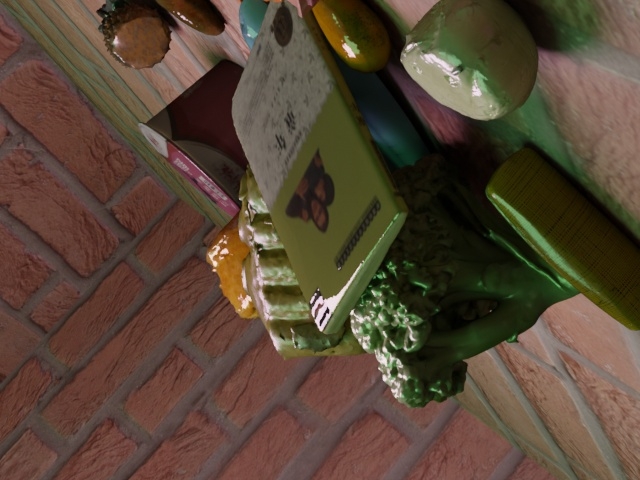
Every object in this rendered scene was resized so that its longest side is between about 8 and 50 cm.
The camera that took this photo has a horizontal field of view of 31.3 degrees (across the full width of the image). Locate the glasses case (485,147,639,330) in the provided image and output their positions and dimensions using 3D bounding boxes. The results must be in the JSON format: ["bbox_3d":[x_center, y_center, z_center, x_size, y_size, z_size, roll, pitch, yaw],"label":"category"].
[{"bbox_3d":[0.273,0.002,1.213,0.234,0.079,0.064,43,178,-5],"label":"glasses case"}]

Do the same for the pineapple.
[{"bbox_3d":[-0.336,-0.375,1.991,0.125,0.125,0.251,47,180,-29],"label":"pineapple"}]

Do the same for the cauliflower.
[{"bbox_3d":[0.162,0.052,1.366,0.281,0.327,0.260,16,161,-2],"label":"cauliflower"}]

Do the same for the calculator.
[{"bbox_3d":[0.041,-0.164,1.511,0.256,0.054,0.386,33,172,42],"label":"calculator"}]

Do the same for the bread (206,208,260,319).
[{"bbox_3d":[0.003,0.017,1.848,0.179,0.340,0.194,-48,48,47],"label":"bread"}]

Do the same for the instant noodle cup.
[{"bbox_3d":[-0.160,-0.174,1.898,0.235,0.178,0.235,40,171,8],"label":"instant noodle cup"}]

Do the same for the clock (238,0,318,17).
[{"bbox_3d":[-0.110,-0.336,1.141,0.255,0.106,0.220,39,171,16],"label":"clock"}]

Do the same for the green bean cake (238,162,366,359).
[{"bbox_3d":[0.000,0.000,1.589,0.310,0.202,0.285,-34,-65,-69],"label":"green bean cake"}]

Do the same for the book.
[{"bbox_3d":[-0.014,-0.101,1.307,0.352,0.035,0.239,67,149,29],"label":"book"}]

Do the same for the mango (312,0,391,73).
[{"bbox_3d":[0.031,-0.228,1.220,0.114,0.057,0.079,48,177,-17],"label":"mango"}]

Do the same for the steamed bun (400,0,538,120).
[{"bbox_3d":[0.136,-0.161,0.982,0.112,0.091,0.130,41,173,-9],"label":"steamed bun"}]

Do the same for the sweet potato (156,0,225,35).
[{"bbox_3d":[-0.210,-0.362,1.608,0.081,0.062,0.233,35,172,29],"label":"sweet potato"}]
